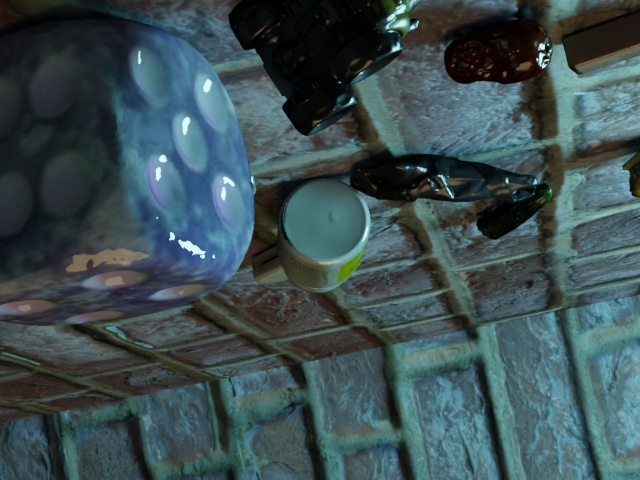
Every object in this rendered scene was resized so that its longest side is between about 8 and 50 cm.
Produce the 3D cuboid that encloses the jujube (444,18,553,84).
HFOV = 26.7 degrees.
[{"bbox_3d":[0.207,-0.216,1.580,0.129,0.077,0.077,-10,168,26],"label":"jujube"}]

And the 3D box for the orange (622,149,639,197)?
[{"bbox_3d":[0.576,-0.115,2.178,0.170,0.112,0.160,24,171,1],"label":"orange"}]

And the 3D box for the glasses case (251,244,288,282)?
[{"bbox_3d":[-0.049,0.030,2.440,0.083,0.050,0.196,4,160,-38],"label":"glasses case"}]

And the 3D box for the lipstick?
[{"bbox_3d":[0.371,-0.245,1.639,0.145,0.045,0.045,-16,163,27],"label":"lipstick"}]

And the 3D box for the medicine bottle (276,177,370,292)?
[{"bbox_3d":[0.000,0.000,2.162,0.143,0.143,0.258,-9,167,-6],"label":"medicine bottle"}]

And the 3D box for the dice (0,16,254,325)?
[{"bbox_3d":[-0.248,-0.065,1.444,0.270,0.270,0.271,-17,164,25],"label":"dice"}]

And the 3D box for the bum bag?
[{"bbox_3d":[0.198,-0.092,2.071,0.310,0.074,0.137,1,175,-21],"label":"bum bag"}]

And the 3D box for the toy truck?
[{"bbox_3d":[0.027,-0.220,1.343,0.165,0.147,0.224,-30,175,-31],"label":"toy truck"}]

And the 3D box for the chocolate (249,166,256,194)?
[{"bbox_3d":[-0.166,-0.076,1.768,0.110,0.110,0.248,-15,174,19],"label":"chocolate"}]

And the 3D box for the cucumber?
[{"bbox_3d":[0.348,-0.052,2.396,0.058,0.052,0.214,-26,174,-28],"label":"cucumber"}]
